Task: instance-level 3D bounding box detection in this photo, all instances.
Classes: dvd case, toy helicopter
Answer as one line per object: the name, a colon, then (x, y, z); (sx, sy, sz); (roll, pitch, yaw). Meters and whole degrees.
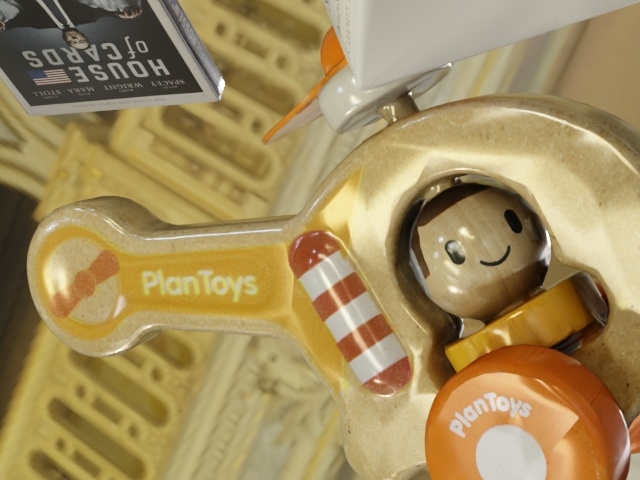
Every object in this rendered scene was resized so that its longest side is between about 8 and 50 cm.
dvd case: (-0.198, -0.180, 1.221); (0.238, 0.179, 0.029); (60, -147, -52)
toy helicopter: (0.000, 0.000, 0.737); (0.140, 0.355, 0.235); (-27, -68, -55)

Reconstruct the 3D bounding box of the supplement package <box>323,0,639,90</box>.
supplement package: (0.081, -0.191, 0.469); (0.204, 0.145, 0.262); (-18, -22, -6)
